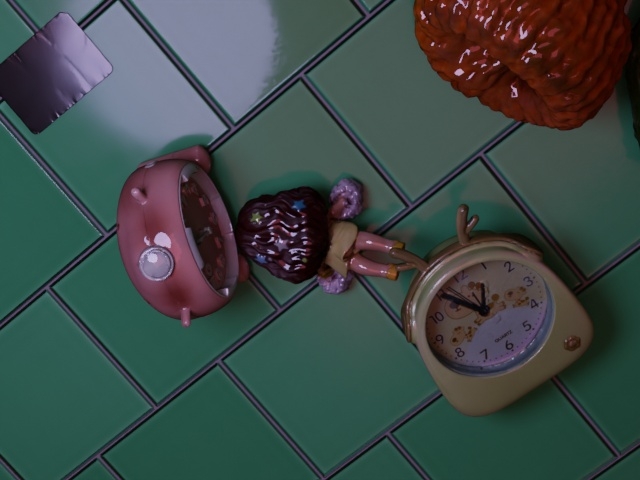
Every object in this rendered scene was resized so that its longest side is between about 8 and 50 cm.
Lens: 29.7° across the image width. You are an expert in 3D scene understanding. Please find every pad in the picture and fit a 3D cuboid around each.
[{"bbox_3d":[-0.388,-0.239,1.728,0.157,0.003,0.112,-37,100,12],"label":"pad"}]

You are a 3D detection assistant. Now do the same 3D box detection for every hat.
[{"bbox_3d":[0.305,-0.361,1.574,0.285,0.285,0.400,31,73,-5],"label":"hat"}]

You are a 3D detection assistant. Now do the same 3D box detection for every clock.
[{"bbox_3d":[0.224,0.086,1.689,0.235,0.096,0.308,-33,117,8],"label":"clock"},{"bbox_3d":[-0.208,0.004,1.660,0.142,0.241,0.227,-17,103,11],"label":"clock"}]

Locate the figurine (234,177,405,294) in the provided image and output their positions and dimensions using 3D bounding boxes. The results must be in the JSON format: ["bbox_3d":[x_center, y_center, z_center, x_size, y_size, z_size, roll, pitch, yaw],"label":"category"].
[{"bbox_3d":[-0.002,0.000,1.708,0.240,0.116,0.174,11,105,0],"label":"figurine"}]

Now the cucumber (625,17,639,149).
[{"bbox_3d":[0.474,-0.214,1.624,0.134,0.134,0.244,-14,99,7],"label":"cucumber"}]
